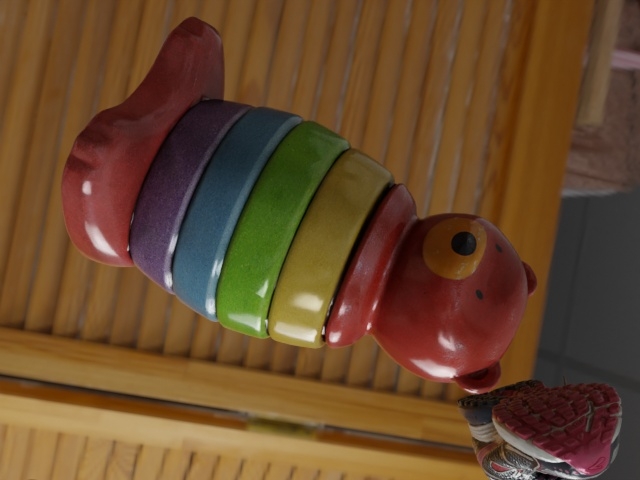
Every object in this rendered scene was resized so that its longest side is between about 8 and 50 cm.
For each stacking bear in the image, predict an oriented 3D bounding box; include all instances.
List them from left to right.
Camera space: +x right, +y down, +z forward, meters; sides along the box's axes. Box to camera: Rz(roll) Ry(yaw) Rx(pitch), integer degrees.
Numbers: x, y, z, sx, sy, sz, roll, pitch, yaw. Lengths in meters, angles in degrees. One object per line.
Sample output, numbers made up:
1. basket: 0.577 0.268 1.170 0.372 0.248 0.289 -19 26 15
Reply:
1. stacking bear: 0.000 0.000 0.718 0.175 0.289 0.164 -58 167 -38

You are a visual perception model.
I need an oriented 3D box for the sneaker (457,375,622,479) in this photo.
1. sneaker: 0.231 0.207 1.091 0.299 0.121 0.112 134 -59 -83
